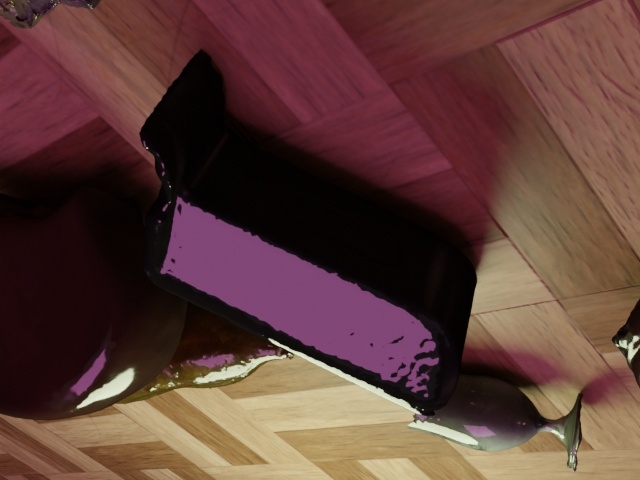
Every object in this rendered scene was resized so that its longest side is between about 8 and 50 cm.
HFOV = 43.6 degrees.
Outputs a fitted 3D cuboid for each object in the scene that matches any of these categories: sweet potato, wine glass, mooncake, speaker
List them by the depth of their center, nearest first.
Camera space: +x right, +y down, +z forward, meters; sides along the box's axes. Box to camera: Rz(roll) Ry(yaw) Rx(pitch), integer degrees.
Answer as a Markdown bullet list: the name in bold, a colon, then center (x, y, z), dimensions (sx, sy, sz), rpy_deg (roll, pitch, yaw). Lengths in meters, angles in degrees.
- **speaker**: center (0.000, 0.000, 0.810), dimensions (0.388, 0.180, 0.184), rpy_deg (26, 139, -6)
- **mooncake**: center (-0.341, 0.065, 1.007), dimensions (0.326, 0.174, 0.334), rpy_deg (-35, 76, 21)
- **wine glass**: center (0.227, 0.230, 1.045), dimensions (0.222, 0.103, 0.103), rpy_deg (7, 142, 19)
- **sweet potato**: center (-0.197, 0.141, 1.116), dimensions (0.369, 0.158, 0.158), rpy_deg (-15, 131, 26)

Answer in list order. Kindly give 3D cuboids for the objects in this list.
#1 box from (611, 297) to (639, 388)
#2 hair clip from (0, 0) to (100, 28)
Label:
- **box**: center (0.451, 0.054, 0.682), dimensions (0.263, 0.108, 0.404), rpy_deg (17, 146, -9)
- **hair clip**: center (-0.311, -0.264, 0.730), dimensions (0.146, 0.056, 0.187), rpy_deg (-3, 140, 41)
